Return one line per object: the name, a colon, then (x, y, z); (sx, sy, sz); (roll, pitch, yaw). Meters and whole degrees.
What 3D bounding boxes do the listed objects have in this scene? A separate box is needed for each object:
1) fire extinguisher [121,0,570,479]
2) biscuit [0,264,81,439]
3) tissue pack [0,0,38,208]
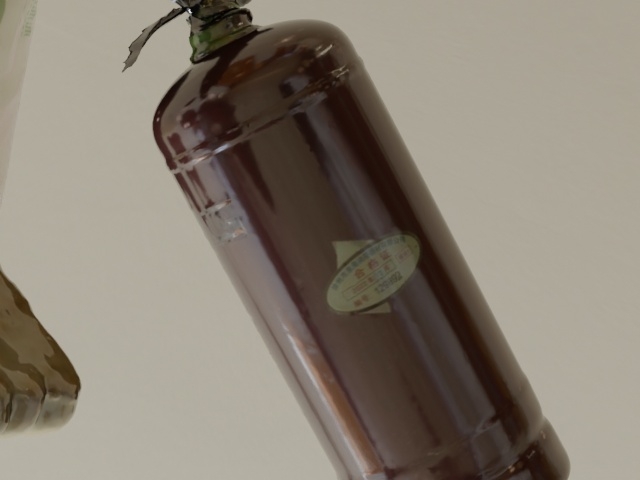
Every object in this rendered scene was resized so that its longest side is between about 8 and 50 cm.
fire extinguisher: (0.000, 0.000, 0.705); (0.114, 0.135, 0.337); (-23, -82, 36)
biscuit: (-0.205, -0.008, 0.399); (0.044, 0.325, 0.217); (-41, -100, 14)
tissue pack: (-0.372, -0.121, 1.062); (0.266, 0.194, 0.356); (13, -84, 12)
